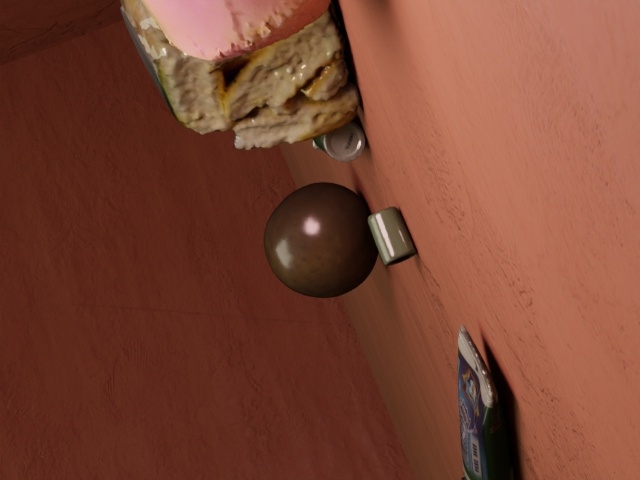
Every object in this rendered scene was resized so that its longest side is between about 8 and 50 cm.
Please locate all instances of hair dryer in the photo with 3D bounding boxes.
[{"bbox_3d":[0.106,0.001,1.527,0.150,0.047,0.071,35,-146,-76],"label":"hair dryer"}]

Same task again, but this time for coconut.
[{"bbox_3d":[-0.093,-0.318,1.012,0.245,0.233,0.233,62,-179,-33],"label":"coconut"}]

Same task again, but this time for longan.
[{"bbox_3d":[0.000,0.000,1.886,0.220,0.196,0.196,80,169,-59],"label":"longan"}]

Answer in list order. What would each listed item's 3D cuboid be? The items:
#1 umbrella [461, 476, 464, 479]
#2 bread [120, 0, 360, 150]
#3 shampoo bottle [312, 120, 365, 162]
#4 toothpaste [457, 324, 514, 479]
[{"bbox_3d":[0.266,0.508,1.645,0.118,0.118,0.340,-130,25,-81],"label":"umbrella"},{"bbox_3d":[-0.124,-0.300,1.384,0.395,0.264,0.239,71,-179,-56],"label":"bread"},{"bbox_3d":[0.020,-0.154,1.631,0.204,0.065,0.065,-125,14,-77],"label":"shampoo bottle"},{"bbox_3d":[0.196,0.251,1.311,0.392,0.061,0.099,75,176,-47],"label":"toothpaste"}]
